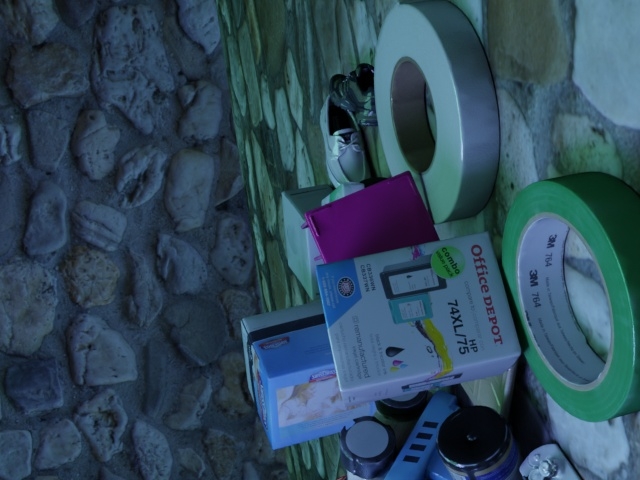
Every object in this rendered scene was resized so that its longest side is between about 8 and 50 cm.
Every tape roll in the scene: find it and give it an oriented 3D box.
[{"bbox_3d":[0.192,-0.223,1.561,0.392,0.072,0.392,168,90,-76],"label":"tape roll"},{"bbox_3d":[0.348,0.073,1.177,0.321,0.077,0.321,168,90,-76],"label":"tape roll"}]

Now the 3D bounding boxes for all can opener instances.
[{"bbox_3d":[0.390,0.420,1.332,0.093,0.074,0.280,46,-171,-36],"label":"can opener"}]

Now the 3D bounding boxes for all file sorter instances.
[{"bbox_3d":[0.109,0.058,1.618,0.182,0.202,0.291,141,106,-80],"label":"file sorter"}]

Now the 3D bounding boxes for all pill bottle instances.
[{"bbox_3d":[0.281,0.385,1.488,0.219,0.122,0.123,62,178,-36],"label":"pill bottle"}]

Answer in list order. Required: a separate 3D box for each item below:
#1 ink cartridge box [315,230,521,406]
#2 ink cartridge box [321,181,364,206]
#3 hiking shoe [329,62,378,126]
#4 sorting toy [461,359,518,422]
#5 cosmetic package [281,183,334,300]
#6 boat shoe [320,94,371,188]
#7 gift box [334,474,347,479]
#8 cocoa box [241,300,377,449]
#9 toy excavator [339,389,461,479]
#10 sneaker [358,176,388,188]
[{"bbox_3d":[0.146,0.127,1.390,0.197,0.270,0.198,79,179,-73],"label":"ink cartridge box"},{"bbox_3d":[0.050,0.006,1.861,0.181,0.056,0.225,146,124,-73],"label":"ink cartridge box"},{"bbox_3d":[0.089,-0.326,1.895,0.227,0.086,0.114,50,135,52],"label":"hiking shoe"},{"bbox_3d":[0.294,0.177,1.553,0.229,0.041,0.307,-114,19,-52],"label":"sorting toy"},{"bbox_3d":[0.000,0.000,2.334,0.225,0.138,0.224,-126,28,-61],"label":"cosmetic package"},{"bbox_3d":[0.058,-0.222,2.046,0.088,0.096,0.268,94,168,-59],"label":"boat shoe"},{"bbox_3d":[0.170,0.618,1.948,0.276,0.255,0.258,141,115,-80],"label":"gift box"},{"bbox_3d":[0.015,0.294,2.079,0.228,0.347,0.232,-121,24,-52],"label":"cocoa box"},{"bbox_3d":[0.236,0.495,1.645,0.445,0.433,0.222,19,139,22],"label":"toy excavator"},{"bbox_3d":[0.155,0.004,1.857,0.314,0.115,0.136,-107,3,-47],"label":"sneaker"}]
